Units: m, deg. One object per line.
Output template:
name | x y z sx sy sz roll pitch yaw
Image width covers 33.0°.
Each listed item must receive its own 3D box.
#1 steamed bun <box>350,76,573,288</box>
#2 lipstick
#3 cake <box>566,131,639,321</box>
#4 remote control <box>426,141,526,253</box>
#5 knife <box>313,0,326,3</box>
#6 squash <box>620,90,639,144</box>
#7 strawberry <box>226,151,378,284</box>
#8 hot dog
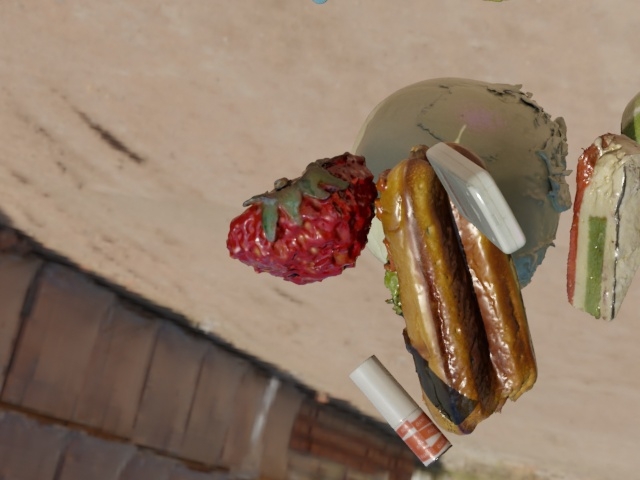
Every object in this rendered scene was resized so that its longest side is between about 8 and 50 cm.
steamed bun | 0.200 -0.099 1.549 0.312 0.333 0.233 14 134 -13
lipstick | 0.088 0.186 1.180 0.130 0.038 0.038 49 170 12
cake | 0.343 -0.023 1.312 0.117 0.220 0.086 24 -176 -34
remote control | 0.153 -0.045 1.075 0.087 0.029 0.190 58 -178 -15
knife | -0.027 -0.268 1.075 0.096 0.027 0.010 36 -170 -32
squash | 0.579 -0.200 1.726 0.170 0.170 0.123 12 157 2
strawberry | 0.000 0.000 1.253 0.190 0.111 0.236 -34 164 0
hot dog | 0.150 0.056 1.263 0.158 0.348 0.117 -26 -162 -28
